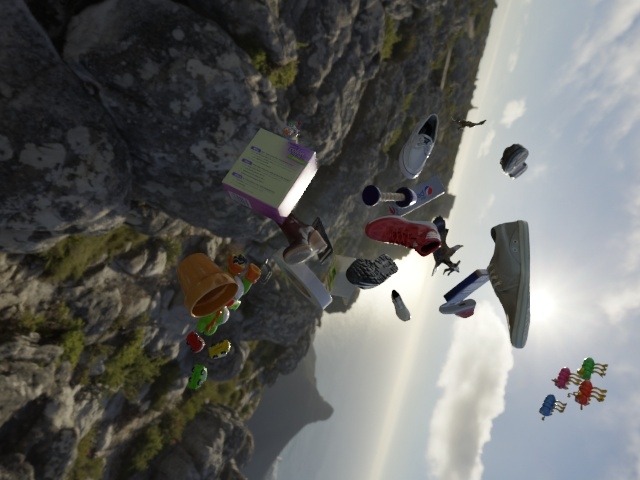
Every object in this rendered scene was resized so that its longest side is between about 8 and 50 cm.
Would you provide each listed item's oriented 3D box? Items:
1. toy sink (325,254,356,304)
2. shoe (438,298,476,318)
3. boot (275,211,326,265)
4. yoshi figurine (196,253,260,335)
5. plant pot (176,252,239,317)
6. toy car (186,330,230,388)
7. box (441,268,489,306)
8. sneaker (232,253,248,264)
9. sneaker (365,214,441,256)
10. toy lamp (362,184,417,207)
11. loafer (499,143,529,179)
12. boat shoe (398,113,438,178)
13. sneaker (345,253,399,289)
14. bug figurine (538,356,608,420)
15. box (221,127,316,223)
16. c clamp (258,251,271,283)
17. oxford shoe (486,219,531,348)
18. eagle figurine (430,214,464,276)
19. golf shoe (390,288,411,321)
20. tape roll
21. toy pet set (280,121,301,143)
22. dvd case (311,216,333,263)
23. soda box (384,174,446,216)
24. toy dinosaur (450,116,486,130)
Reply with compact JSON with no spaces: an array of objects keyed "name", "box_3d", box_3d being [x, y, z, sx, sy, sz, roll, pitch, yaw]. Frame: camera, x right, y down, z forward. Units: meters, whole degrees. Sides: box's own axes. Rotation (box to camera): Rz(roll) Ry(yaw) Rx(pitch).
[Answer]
[{"name":"toy sink","box_3d":[0.110,0.221,2.331,0.153,0.131,0.234,-97,-158,-53]},{"name":"shoe","box_3d":[0.627,0.325,1.925,0.063,0.177,0.081,-111,-169,-55]},{"name":"boot","box_3d":[-0.108,-0.017,1.460,0.090,0.207,0.248,-56,162,26]},{"name":"yoshi figurine","box_3d":[-0.425,0.236,1.835,0.362,0.203,0.203,-55,165,5]},{"name":"plant pot","box_3d":[-0.448,0.157,1.606,0.205,0.188,0.205,-34,158,-16]},{"name":"toy car","box_3d":[-0.501,0.520,1.796,0.053,0.239,0.225,46,54,-56]},{"name":"box","box_3d":[0.587,0.191,1.688,0.136,0.037,0.225,3,138,-43]},{"name":"sneaker","box_3d":[-0.283,0.071,1.535,0.109,0.043,0.040,4,-98,61]},{"name":"sneaker","box_3d":[0.245,-0.013,1.222,0.128,0.221,0.087,-91,180,-66]},{"name":"toy lamp","box_3d":[0.254,-0.156,1.490,0.274,0.080,0.080,-2,108,-47]},{"name":"loafer","box_3d":[0.651,-0.279,1.443,0.096,0.084,0.267,-40,157,16]},{"name":"boat shoe","box_3d":[0.340,-0.330,1.433,0.084,0.095,0.258,-41,-153,62]},{"name":"sneaker","box_3d":[0.159,0.133,1.422,0.124,0.107,0.283,-48,156,28]},{"name":"bug figurine","box_3d":[0.843,0.498,1.416,0.216,0.072,0.279,-44,164,-31]},{"name":"box","box_3d":[-0.164,-0.216,1.401,0.243,0.213,0.117,-60,166,-19]},{"name":"c clamp","box_3d":[-0.340,0.173,2.488,0.137,0.022,0.161,60,34,-32]},{"name":"oxford shoe","box_3d":[0.589,0.125,1.312,0.169,0.130,0.449,62,35,-48]},{"name":"eagle figurine","box_3d":[0.686,0.044,2.346,0.225,0.298,0.226,-6,148,-32]},{"name":"golf shoe","box_3d":[0.386,0.317,2.066,0.086,0.069,0.176,61,3,-49]},{"name":"tape roll","box_3d":[-0.096,0.198,2.184,0.072,0.392,0.392,-42,154,-14]},{"name":"toy pet set","box_3d":[-0.142,-0.445,1.765,0.065,0.122,0.114,0,100,-31]},{"name":"dvd case","box_3d":[0.000,0.000,2.329,0.164,0.018,0.221,-52,-126,55]},{"name":"soda box","box_3d":[0.453,-0.207,2.005,0.286,0.098,0.091,-29,180,-21]},{"name":"toy dinosaur","box_3d":[0.639,-0.519,1.869,0.092,0.183,0.053,-17,117,-39]}]
